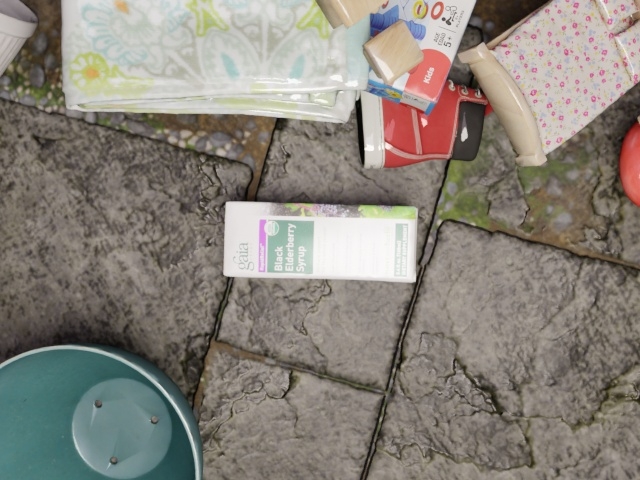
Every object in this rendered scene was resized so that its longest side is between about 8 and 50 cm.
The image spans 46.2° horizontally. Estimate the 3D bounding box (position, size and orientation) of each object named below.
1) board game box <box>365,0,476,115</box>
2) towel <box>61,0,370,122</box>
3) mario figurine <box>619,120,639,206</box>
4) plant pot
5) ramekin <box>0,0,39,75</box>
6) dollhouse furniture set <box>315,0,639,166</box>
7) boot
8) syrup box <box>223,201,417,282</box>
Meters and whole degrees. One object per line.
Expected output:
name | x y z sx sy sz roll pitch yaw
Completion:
board game box | 0.041 -0.342 0.849 0.302 0.086 0.308 20 93 2
towel | -0.107 -0.311 0.771 0.320 0.090 0.375 1 92 3
mario figurine | 0.509 -0.118 0.875 0.320 0.170 0.198 -20 57 -4
plant pot | -0.272 0.255 0.920 0.290 0.195 0.290 0 92 3
ramekin | -0.466 -0.276 0.914 0.207 0.207 0.109 34 102 1
dollhouse furniture set | 0.218 -0.177 0.701 0.303 0.174 0.355 -37 104 -12
boot | 0.129 -0.217 0.945 0.176 0.088 0.244 -6 92 -4
syrup box | 0.000 0.000 0.948 0.236 0.096 0.093 2 92 2
